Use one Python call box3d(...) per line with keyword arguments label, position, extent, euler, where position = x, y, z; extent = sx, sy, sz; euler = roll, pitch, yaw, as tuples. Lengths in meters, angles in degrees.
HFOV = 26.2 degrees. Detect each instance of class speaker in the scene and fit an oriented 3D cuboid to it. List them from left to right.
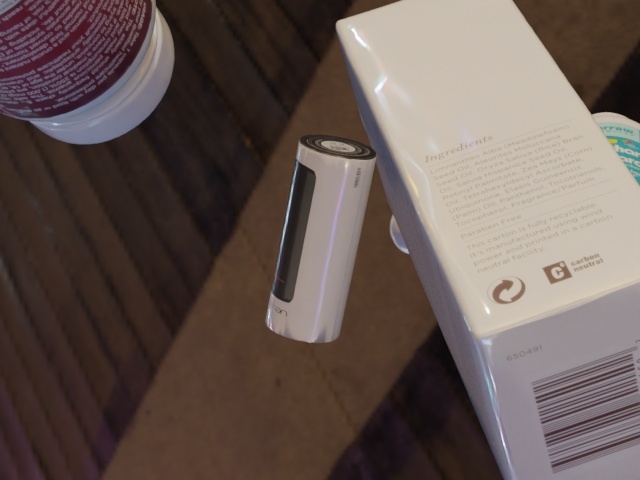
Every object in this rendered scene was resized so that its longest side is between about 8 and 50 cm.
box3d(label="speaker", position=(0.000, 0.000, 0.942), extent=(0.055, 0.055, 0.136), euler=(33, 118, 47))

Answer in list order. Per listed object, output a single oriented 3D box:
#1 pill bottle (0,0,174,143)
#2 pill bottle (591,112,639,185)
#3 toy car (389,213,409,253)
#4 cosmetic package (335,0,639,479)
box3d(label="pill bottle", position=(-0.296, -0.251, 1.347), extent=(0.224, 0.392, 0.224), euler=(-5, 71, 13))
box3d(label="pill bottle", position=(0.316, -0.044, 1.525), extent=(0.264, 0.146, 0.146), euler=(-73, 5, -57))
box3d(label="toy car", position=(0.196, -0.028, 1.849), extent=(0.182, 0.159, 0.136), euler=(46, 146, -12))
box3d(label="cosmetic package", position=(0.158, -0.012, 1.155), extent=(0.453, 0.161, 0.230), euler=(-109, 0, -51))
